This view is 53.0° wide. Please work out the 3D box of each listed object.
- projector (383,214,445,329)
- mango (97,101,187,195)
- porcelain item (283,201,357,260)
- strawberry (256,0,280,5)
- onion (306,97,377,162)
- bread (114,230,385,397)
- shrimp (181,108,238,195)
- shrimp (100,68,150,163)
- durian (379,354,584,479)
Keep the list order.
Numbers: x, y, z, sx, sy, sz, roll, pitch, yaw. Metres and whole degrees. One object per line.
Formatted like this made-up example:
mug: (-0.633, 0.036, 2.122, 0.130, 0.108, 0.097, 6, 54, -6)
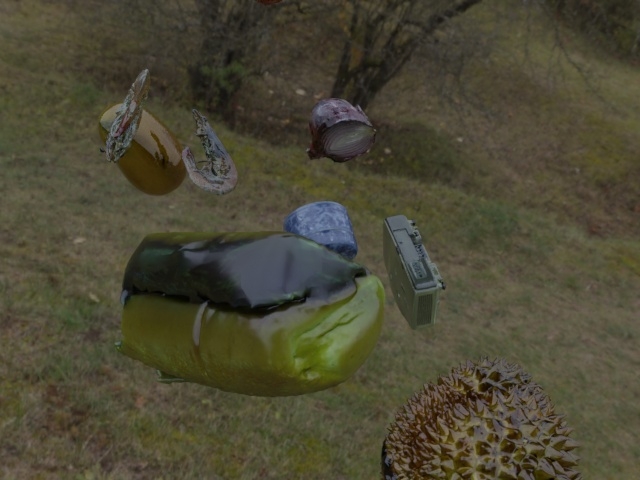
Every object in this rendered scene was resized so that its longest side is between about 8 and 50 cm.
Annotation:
projector: (0.226, 0.084, 1.595, 0.088, 0.193, 0.269, -10, 43, -6)
mango: (-0.490, -0.254, 1.758, 0.173, 0.317, 0.211, -21, 53, 11)
porcelain item: (0.000, 0.000, 1.369, 0.147, 0.147, 0.114, 2, 60, -28)
strawberry: (-0.121, -0.613, 1.485, 0.131, 0.131, 0.148, 14, 6, -12)
onion: (0.030, -0.240, 1.358, 0.098, 0.151, 0.206, 67, 9, 18)
bread: (-0.104, 0.100, 0.864, 0.377, 0.208, 0.251, -4, -17, 40)
shrimp: (-0.305, -0.233, 1.696, 0.144, 0.052, 0.251, -17, 74, -42)
shrimp: (-0.309, -0.198, 1.029, 0.042, 0.101, 0.190, 21, 55, -17)
durian: (0.127, 0.167, 0.511, 0.168, 0.158, 0.136, -20, 88, -10)
